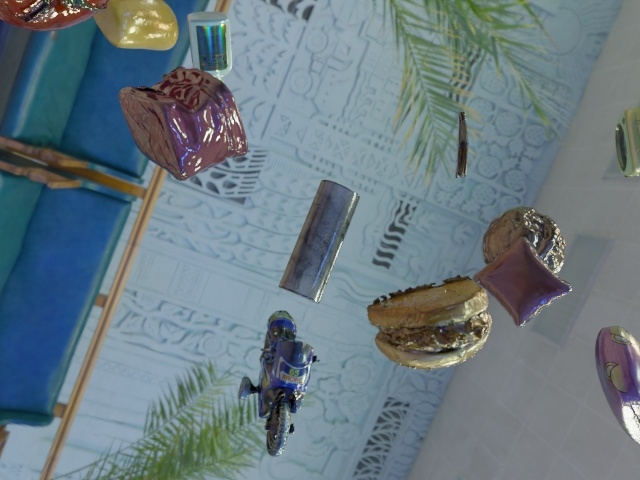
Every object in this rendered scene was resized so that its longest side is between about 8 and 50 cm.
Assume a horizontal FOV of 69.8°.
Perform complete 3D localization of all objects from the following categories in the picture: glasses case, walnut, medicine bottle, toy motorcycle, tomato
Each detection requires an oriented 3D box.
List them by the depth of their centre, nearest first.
[{"bbox_3d":[-0.436,-0.416,0.724,0.101,0.228,0.228,63,-30,15],"label":"tomato"},{"bbox_3d":[0.509,0.246,0.748,0.076,0.316,0.123,-18,-133,31],"label":"glasses case"},{"bbox_3d":[-0.068,0.221,0.803,0.315,0.113,0.168,-124,-130,-74],"label":"toy motorcycle"},{"bbox_3d":[0.000,0.000,1.156,0.299,0.114,0.060,-68,-163,-12],"label":"glasses case"},{"bbox_3d":[-0.339,-0.580,1.425,0.228,0.121,0.083,97,-26,-45],"label":"medicine bottle"},{"bbox_3d":[0.644,0.025,1.468,0.227,0.273,0.272,2,-113,42],"label":"walnut"}]

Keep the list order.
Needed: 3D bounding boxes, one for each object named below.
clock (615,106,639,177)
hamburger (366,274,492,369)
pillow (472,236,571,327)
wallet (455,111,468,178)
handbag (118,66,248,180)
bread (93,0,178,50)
[{"bbox_3d":[0.849,-0.256,1.241,0.232,0.069,0.169,1,82,-65],"label":"clock"},{"bbox_3d":[0.407,0.304,1.576,0.287,0.446,0.267,-132,-149,-77],"label":"hamburger"},{"bbox_3d":[0.516,0.107,1.179,0.171,0.179,0.075,-45,164,21],"label":"pillow"},{"bbox_3d":[0.508,-0.338,1.640,0.160,0.042,0.195,78,21,-46],"label":"wallet"},{"bbox_3d":[-0.226,-0.196,0.753,0.225,0.136,0.146,29,-39,46],"label":"handbag"},{"bbox_3d":[-0.451,-0.556,1.145,0.098,0.147,0.217,-27,-172,33],"label":"bread"}]
